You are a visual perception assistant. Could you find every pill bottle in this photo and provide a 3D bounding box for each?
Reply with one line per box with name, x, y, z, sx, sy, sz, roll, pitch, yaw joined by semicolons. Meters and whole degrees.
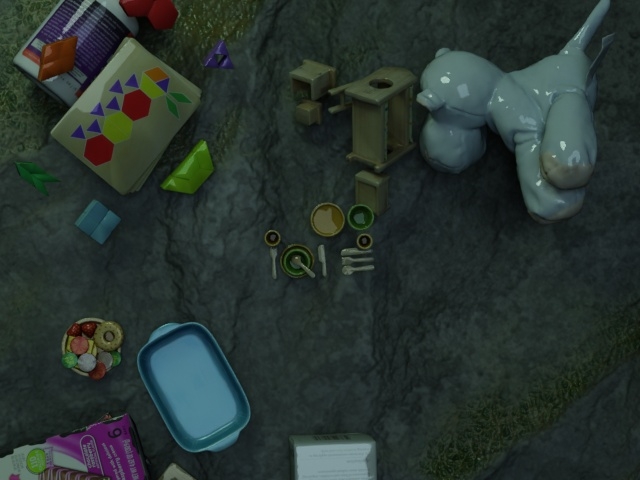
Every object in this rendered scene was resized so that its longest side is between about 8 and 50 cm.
pill bottle;-0.313;-0.281;1.565;0.108;0.108;0.193;37;84;-4

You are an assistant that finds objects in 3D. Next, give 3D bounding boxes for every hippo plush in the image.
hippo plush;0.244;-0.159;1.556;0.237;0.234;0.294;9;128;5

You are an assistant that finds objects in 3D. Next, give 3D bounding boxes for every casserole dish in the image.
casserole dish;-0.174;0.200;1.595;0.114;0.037;0.188;-29;90;-7

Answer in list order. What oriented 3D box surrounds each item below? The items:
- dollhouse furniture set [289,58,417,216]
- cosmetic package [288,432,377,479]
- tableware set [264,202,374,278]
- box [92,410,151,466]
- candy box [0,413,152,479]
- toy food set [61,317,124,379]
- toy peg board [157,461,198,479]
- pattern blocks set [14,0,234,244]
dollhouse furniture set;0.048;-0.156;1.640;0.101;0.161;0.181;-36;137;-40
cosmetic package;0.018;0.384;1.588;0.117;0.085;0.231;0;89;-7
tableware set;0.000;0.000;1.617;0.154;0.024;0.104;-4;93;3
box;-0.312;0.311;1.576;0.137;0.027;0.094;-40;91;-7
candy box;-0.336;0.337;1.503;0.234;0.071;0.159;-18;71;-6
toy food set;-0.312;0.147;1.588;0.083;0.020;0.082;11;86;-7
toy peg board;-0.186;0.414;1.562;0.161;0.079;0.160;39;83;-4
pattern blocks set;-0.255;-0.169;1.552;0.325;0.026;0.285;-44;120;-11
